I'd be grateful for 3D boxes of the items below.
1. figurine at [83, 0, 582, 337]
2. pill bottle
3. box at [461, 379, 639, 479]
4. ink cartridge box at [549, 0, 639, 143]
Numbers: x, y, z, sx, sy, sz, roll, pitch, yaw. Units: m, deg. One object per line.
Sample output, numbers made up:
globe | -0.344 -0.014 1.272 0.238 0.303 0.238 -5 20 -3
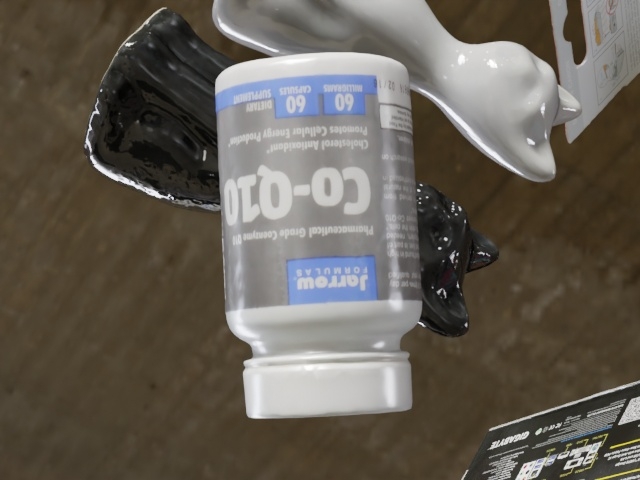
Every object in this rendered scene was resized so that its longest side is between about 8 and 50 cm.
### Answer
figurine | 0.021 -0.066 0.920 0.209 0.215 0.092 31 -42 6
pill bottle | 0.000 0.000 0.700 0.078 0.078 0.137 -5 -95 16
box | 0.192 0.236 1.388 0.079 0.257 0.322 40 -33 -14
ink cartridge box | 0.215 -0.213 1.298 0.066 0.232 0.189 24 -38 38
